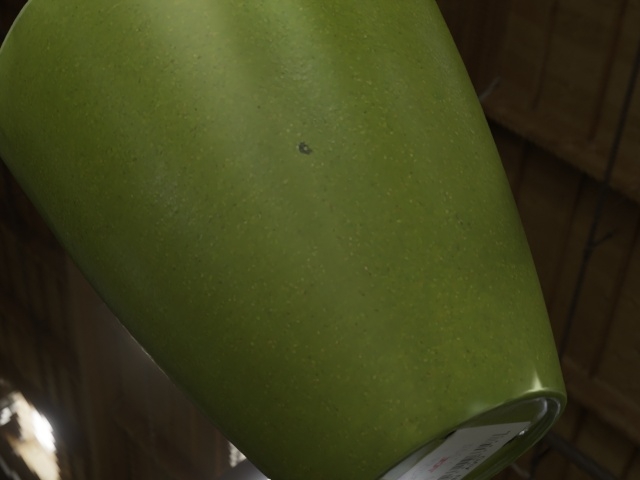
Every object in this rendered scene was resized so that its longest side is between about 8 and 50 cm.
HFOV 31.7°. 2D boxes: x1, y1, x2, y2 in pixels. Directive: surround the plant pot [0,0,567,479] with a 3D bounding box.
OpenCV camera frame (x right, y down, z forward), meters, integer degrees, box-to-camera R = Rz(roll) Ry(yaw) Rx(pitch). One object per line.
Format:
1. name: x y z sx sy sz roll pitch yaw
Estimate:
1. plant pot: 0.000 0.000 0.623 0.294 0.274 0.275 58 -29 26
